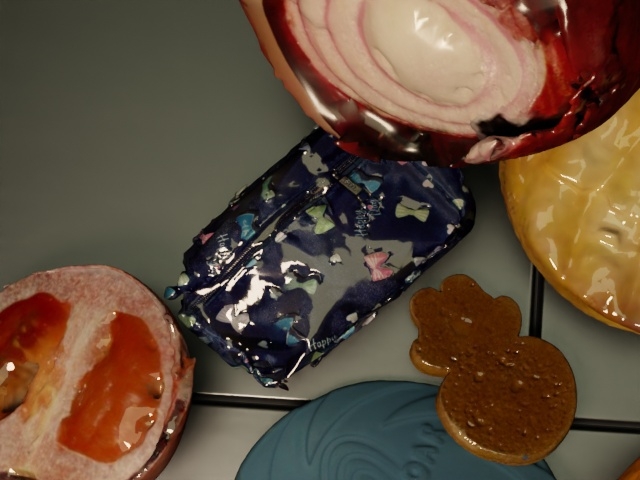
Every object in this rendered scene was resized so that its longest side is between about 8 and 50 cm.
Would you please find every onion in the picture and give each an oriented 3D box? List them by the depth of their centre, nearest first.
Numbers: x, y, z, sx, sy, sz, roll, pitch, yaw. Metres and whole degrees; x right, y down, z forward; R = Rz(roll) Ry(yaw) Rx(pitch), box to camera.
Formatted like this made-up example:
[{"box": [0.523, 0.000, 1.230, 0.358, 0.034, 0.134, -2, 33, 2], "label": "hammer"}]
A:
[{"box": [0.122, -0.212, 1.247, 0.341, 0.341, 0.341, -1, 83, 4], "label": "onion"}]

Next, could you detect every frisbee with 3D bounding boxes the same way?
[{"box": [0.063, 0.236, 1.324, 0.289, 0.049, 0.289, 0, 60, 0], "label": "frisbee"}]

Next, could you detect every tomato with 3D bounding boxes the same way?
[{"box": [-0.193, 0.126, 1.377, 0.228, 0.112, 0.199, 16, 78, 25], "label": "tomato"}]

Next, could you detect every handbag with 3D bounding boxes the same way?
[{"box": [0.000, 0.000, 1.382, 0.260, 0.113, 0.162, -43, 86, -3], "label": "handbag"}]

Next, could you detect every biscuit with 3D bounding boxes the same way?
[{"box": [0.297, -0.059, 1.372, 0.296, 0.102, 0.296, -1, 78, 6], "label": "biscuit"}, {"box": [0.142, 0.108, 1.380, 0.124, 0.026, 0.175, -23, 66, -19], "label": "biscuit"}]

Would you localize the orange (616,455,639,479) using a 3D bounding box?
[{"box": [0.330, 0.263, 1.255, 0.261, 0.261, 0.261, -1, 83, 4], "label": "orange"}]
